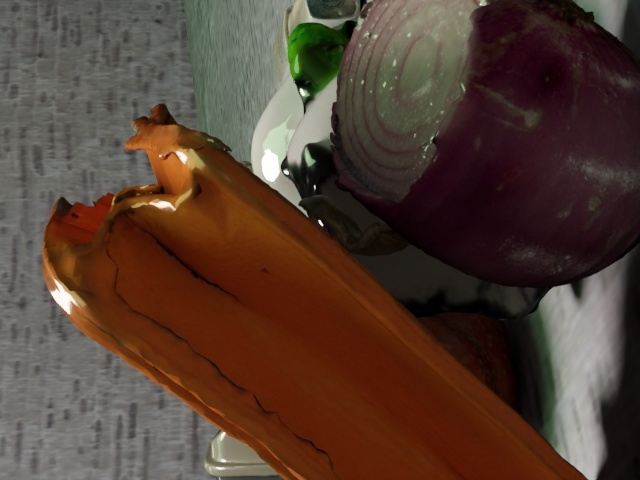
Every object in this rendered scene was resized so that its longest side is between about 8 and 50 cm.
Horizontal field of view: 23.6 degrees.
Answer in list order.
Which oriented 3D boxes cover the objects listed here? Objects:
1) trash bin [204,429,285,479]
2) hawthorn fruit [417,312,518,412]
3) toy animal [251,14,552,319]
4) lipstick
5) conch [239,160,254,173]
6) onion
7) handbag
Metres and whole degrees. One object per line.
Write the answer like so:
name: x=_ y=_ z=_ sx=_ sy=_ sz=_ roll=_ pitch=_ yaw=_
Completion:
trash bin: x=-0.028 y=0.298 z=1.830 sx=0.209 sy=0.182 sz=0.290 roll=-51 pitch=-45 yaw=-70
hawthorn fruit: x=0.062 y=0.147 z=1.231 sx=0.205 sy=0.205 sz=0.253 roll=-111 pitch=13 yaw=-60
toy animal: x=0.055 y=-0.075 z=1.111 sx=0.267 sy=0.212 sz=0.213 roll=-124 pitch=30 yaw=-59
lipstick: x=-0.006 y=-0.243 z=1.798 sx=0.253 sy=0.077 sz=0.079 roll=118 pitch=146 yaw=-74
conch: x=0.008 y=-0.012 z=1.614 sx=0.291 sy=0.159 sz=0.210 roll=34 pitch=152 yaw=26
onion: x=0.110 y=-0.060 z=0.864 sx=0.207 sy=0.200 sz=0.201 roll=177 pitch=88 yaw=-71
handbag: x=0.026 y=0.093 z=0.876 sx=0.410 sy=0.116 sz=0.303 roll=42 pitch=179 yaw=-10
